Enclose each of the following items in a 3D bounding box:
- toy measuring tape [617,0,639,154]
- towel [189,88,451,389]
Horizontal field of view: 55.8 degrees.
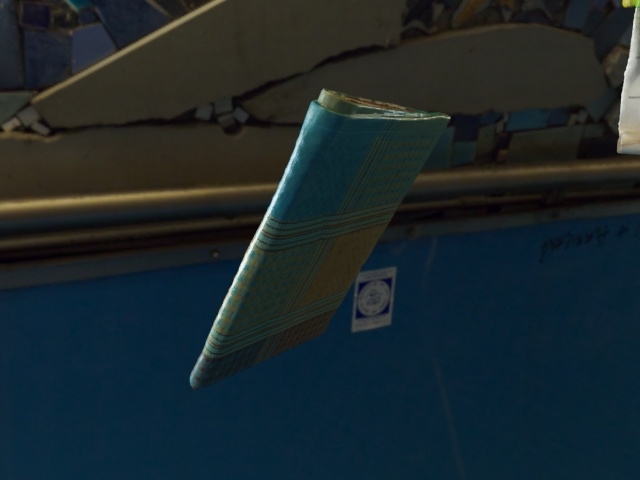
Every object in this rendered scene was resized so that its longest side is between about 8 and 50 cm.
[{"bbox_3d":[0.327,-0.237,0.567,0.121,0.330,0.121,0,-161,0],"label":"toy measuring tape"},{"bbox_3d":[0.000,0.000,0.723,0.040,0.370,0.271,40,-154,24],"label":"towel"}]
